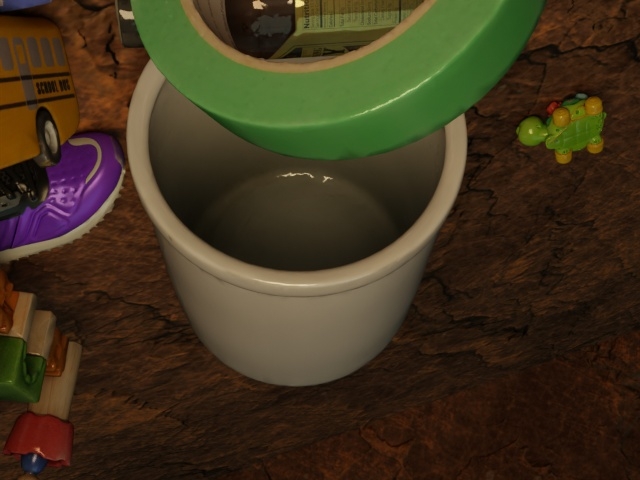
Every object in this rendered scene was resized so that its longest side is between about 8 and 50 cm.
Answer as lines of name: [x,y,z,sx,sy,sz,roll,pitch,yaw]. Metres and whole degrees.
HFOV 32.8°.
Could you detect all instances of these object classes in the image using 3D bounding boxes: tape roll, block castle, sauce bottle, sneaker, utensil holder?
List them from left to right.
block castle: [-0.459,0.154,1.201,0.303,0.212,0.453,7,161,3]
sneaker: [-0.355,-0.043,1.164,0.293,0.102,0.146,-26,156,8]
utensil holder: [-0.024,-0.034,1.202,0.328,0.327,0.385,-19,159,-8]
sauce bottle: [-0.015,-0.226,1.013,0.344,0.111,0.111,-4,154,-4]
tape roll: [0.012,-0.223,0.821,0.321,0.321,0.077,-28,156,14]

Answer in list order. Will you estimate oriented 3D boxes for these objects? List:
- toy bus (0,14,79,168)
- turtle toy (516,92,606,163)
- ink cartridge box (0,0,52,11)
toy bus: [-0.288,-0.106,0.846,0.108,0.130,0.332,-9,-170,6]
turtle toy: [0.347,-0.165,1.558,0.130,0.066,0.095,-18,133,-3]
ink cartridge box: [-0.359,-0.231,0.805,0.311,0.065,0.186,-11,154,-18]
